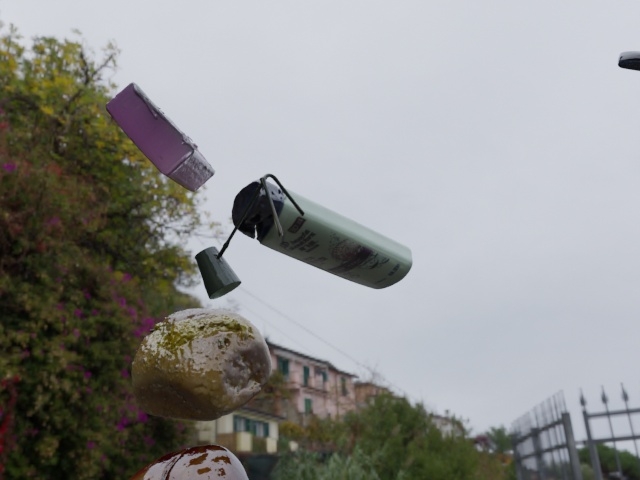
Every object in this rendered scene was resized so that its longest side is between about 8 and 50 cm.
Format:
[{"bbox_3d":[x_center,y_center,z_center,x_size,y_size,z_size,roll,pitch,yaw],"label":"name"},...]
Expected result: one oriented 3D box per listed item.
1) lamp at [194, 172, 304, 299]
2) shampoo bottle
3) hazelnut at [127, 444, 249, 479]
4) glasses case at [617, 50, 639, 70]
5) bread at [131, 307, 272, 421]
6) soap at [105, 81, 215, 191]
[{"bbox_3d":[-0.067,-0.001,0.569,0.121,0.054,0.041,-38,-14,35],"label":"lamp"},{"bbox_3d":[0.000,0.000,1.230,0.359,0.078,0.134,23,-41,-35],"label":"shampoo bottle"},{"bbox_3d":[-0.193,0.403,0.998,0.229,0.230,0.229,-3,-23,-1],"label":"hazelnut"},{"bbox_3d":[0.465,-0.254,0.960,0.083,0.034,0.023,13,-43,8],"label":"glasses case"},{"bbox_3d":[-0.238,0.223,1.269,0.246,0.176,0.195,-5,22,32],"label":"bread"},{"bbox_3d":[-0.309,-0.195,1.348,0.081,0.181,0.259,-42,-1,-1],"label":"soap"}]
